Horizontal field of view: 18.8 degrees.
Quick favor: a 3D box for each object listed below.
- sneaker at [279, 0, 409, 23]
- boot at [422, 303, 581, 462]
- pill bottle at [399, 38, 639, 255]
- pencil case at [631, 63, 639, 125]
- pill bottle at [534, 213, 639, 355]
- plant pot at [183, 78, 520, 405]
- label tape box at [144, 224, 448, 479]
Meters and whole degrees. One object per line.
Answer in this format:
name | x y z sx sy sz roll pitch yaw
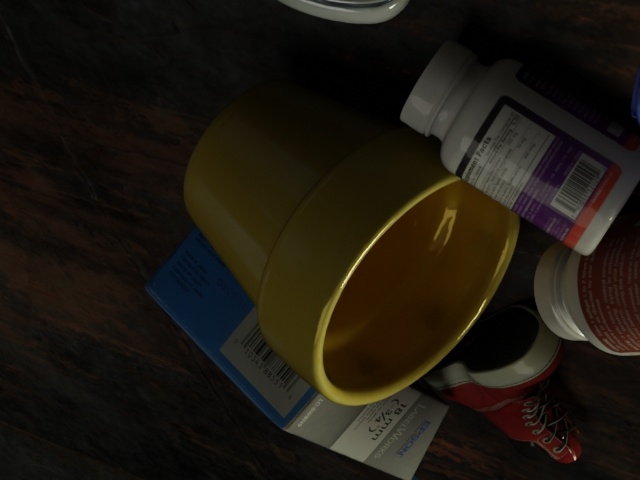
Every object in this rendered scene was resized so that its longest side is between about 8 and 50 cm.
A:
sneaker | -0.039 -0.263 1.545 0.258 0.094 0.091 32 158 10
boot | 0.220 0.155 1.943 0.176 0.088 0.244 40 162 -9
pill bottle | 0.166 -0.081 1.586 0.193 0.108 0.108 33 154 6
pencil case | 0.358 -0.072 1.355 0.306 0.119 0.133 30 124 13
pill bottle | 0.284 0.036 1.623 0.121 0.121 0.216 48 151 -24
plant pot | 0.011 -0.020 1.749 0.239 0.254 0.254 40 159 30
label tape box | 0.003 0.123 2.006 0.240 0.106 0.333 43 -173 33
